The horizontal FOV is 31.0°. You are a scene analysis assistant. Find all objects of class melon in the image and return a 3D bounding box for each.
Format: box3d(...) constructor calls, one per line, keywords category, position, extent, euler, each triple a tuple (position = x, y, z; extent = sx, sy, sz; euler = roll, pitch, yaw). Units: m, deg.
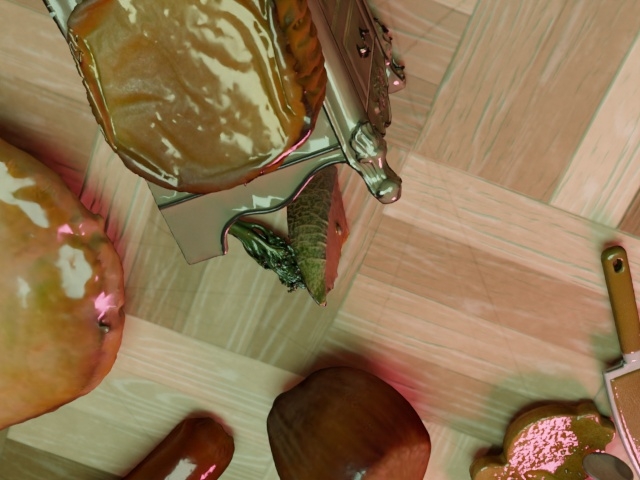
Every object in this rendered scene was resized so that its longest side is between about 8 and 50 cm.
box3d(category="melon", position=(-0.002, -0.008, 1.238), extent=(0.054, 0.182, 0.098), euler=(-16, 112, 14))

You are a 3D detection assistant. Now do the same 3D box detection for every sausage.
box3d(category="sausage", position=(-0.232, 0.339, 1.481), extent=(0.300, 0.083, 0.089), euler=(-42, 91, 12))

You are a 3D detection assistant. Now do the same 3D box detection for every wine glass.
box3d(category="wine glass", position=(0.330, 0.340, 1.427), extent=(0.073, 0.073, 0.155), euler=(10, 117, 0))

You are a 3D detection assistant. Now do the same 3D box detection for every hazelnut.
box3d(category="hazelnut", position=(0.027, 0.263, 1.380), extent=(0.210, 0.186, 0.210), euler=(-1, 135, -1))

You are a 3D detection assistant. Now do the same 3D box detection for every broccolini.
box3d(category="broccolini", position=(-0.105, -0.026, 1.321), extent=(0.239, 0.051, 0.054), euler=(37, 122, -7))

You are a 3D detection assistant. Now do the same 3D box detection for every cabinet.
box3d(category="cabinet", position=(-0.070, -0.199, 1.080), extent=(0.227, 0.290, 0.318), euler=(-19, 116, 15))

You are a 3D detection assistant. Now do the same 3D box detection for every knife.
box3d(category="knife", position=(0.364, 0.154, 1.374), extent=(0.061, 0.027, 0.343), euler=(-21, 118, -2))

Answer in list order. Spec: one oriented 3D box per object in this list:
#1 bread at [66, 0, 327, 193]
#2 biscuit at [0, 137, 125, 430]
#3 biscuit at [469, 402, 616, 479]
box3d(category="bread", position=(-0.088, -0.143, 0.891), extent=(0.199, 0.104, 0.199), euler=(4, 119, 8))
box3d(category="biscuit", position=(-0.446, 0.045, 1.353), extent=(0.446, 0.104, 0.429), euler=(-21, 115, 19))
box3d(category="biscuit", position=(0.273, 0.286, 1.451), extent=(0.166, 0.036, 0.225), euler=(16, 118, -11))
